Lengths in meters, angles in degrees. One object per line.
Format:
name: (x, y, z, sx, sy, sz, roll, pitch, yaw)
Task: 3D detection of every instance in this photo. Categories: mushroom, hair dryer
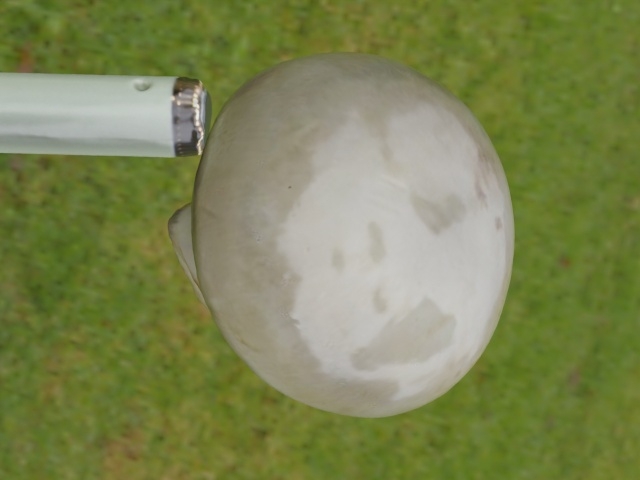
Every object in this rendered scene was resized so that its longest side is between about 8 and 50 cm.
mushroom: (0.000, 0.000, 1.077, 0.204, 0.204, 0.204, -20, 117, -48)
hair dryer: (-0.238, -0.090, 1.415, 0.128, 0.362, 0.203, -88, 179, -50)
